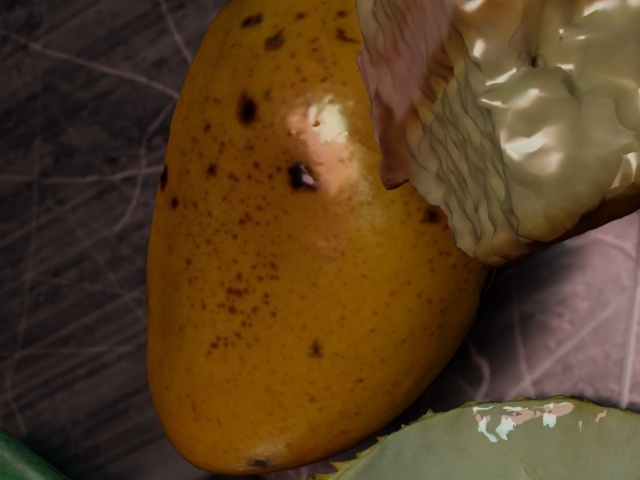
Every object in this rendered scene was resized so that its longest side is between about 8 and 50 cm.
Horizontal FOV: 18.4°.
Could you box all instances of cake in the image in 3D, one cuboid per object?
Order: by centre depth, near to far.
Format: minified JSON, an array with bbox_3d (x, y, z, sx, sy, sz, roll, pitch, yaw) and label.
[{"bbox_3d":[0.144,-0.180,0.870,0.314,0.293,0.307,-24,87,-7],"label":"cake"}]

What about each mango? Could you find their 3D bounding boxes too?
[{"bbox_3d":[0.000,0.000,1.064,0.191,0.160,0.290,24,104,17],"label":"mango"}]

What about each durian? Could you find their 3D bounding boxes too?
[{"bbox_3d":[0.088,0.156,1.023,0.252,0.139,0.144,6,96,20],"label":"durian"}]

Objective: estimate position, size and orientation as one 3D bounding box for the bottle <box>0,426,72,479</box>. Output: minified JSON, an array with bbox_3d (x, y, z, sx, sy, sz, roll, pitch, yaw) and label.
[{"bbox_3d":[-0.101,0.232,1.142,0.330,0.093,0.093,35,104,23],"label":"bottle"}]
